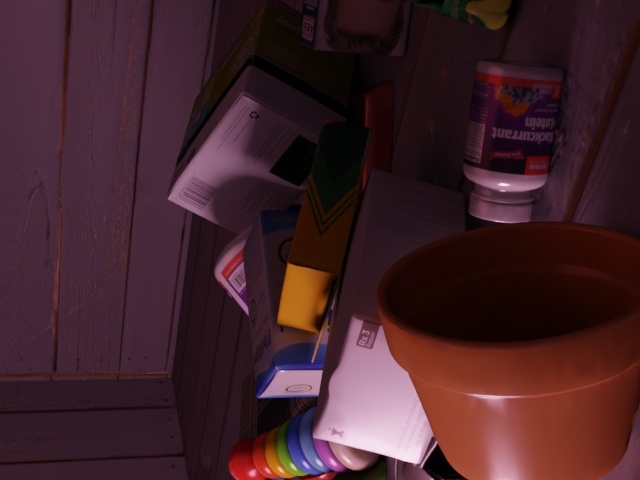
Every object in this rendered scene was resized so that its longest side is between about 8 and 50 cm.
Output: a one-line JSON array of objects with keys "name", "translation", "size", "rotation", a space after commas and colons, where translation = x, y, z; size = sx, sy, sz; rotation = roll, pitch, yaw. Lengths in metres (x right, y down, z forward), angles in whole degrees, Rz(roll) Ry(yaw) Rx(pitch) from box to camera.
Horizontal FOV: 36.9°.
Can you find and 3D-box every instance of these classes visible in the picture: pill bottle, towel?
[{"name": "pill bottle", "translation": [-0.040, 0.119, 1.793], "size": [0.323, 0.181, 0.181], "rotation": [50, 150, 12]}, {"name": "towel", "translation": [-0.075, 0.312, 2.025], "size": [0.312, 0.056, 0.324], "rotation": [-53, 21, 26]}, {"name": "pill bottle", "translation": [0.236, -0.124, 1.197], "size": [0.108, 0.108, 0.193], "rotation": [-136, 49, -67]}]

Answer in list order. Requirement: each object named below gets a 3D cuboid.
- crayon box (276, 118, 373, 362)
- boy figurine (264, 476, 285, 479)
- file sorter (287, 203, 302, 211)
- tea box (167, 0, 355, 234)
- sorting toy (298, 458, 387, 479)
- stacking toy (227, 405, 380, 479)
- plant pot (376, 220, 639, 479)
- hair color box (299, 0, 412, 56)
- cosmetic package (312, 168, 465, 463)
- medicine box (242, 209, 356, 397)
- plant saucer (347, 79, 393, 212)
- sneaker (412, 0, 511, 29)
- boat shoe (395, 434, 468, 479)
[{"name": "crayon box", "translation": [0.000, 0.000, 1.465], "size": [0.202, 0.081, 0.319], "rotation": [104, 179, -58]}, {"name": "boy figurine", "translation": [-0.111, 0.482, 2.327], "size": [0.177, 0.092, 0.285], "rotation": [-140, 50, -72]}, {"name": "file sorter", "translation": [-0.026, -0.109, 2.045], "size": [0.170, 0.118, 0.104], "rotation": [-159, 75, -72]}, {"name": "tea box", "translation": [-0.113, -0.238, 1.900], "size": [0.329, 0.220, 0.323], "rotation": [-46, 25, 40]}, {"name": "sorting toy", "translation": [0.077, 0.477, 1.749], "size": [0.126, 0.127, 0.365], "rotation": [63, 162, -8]}, {"name": "stacking toy", "translation": [-0.050, 0.390, 1.795], "size": [0.330, 0.141, 0.141], "rotation": [-25, 60, 34]}, {"name": "plant pot", "translation": [0.215, 0.127, 1.009], "size": [0.291, 0.290, 0.203], "rotation": [-133, 30, -66]}, {"name": "hair color box", "translation": [0.074, -0.499, 1.641], "size": [0.105, 0.174, 0.347], "rotation": [-131, 45, -64]}, {"name": "cosmetic package", "translation": [0.102, 0.090, 1.335], "size": [0.385, 0.156, 0.217], "rotation": [-81, 5, -55]}, {"name": "medicine box", "translation": [0.020, 0.108, 1.622], "size": [0.149, 0.263, 0.289], "rotation": [118, 148, -57]}, {"name": "plant saucer", "translation": [0.071, -0.167, 1.849], "size": [0.259, 0.047, 0.258], "rotation": [-172, 84, -74]}, {"name": "sneaker", "translation": [0.179, -0.397, 1.376], "size": [0.295, 0.123, 0.109], "rotation": [-112, 28, -54]}, {"name": "boat shoe", "translation": [0.184, 0.283, 1.337], "size": [0.095, 0.112, 0.335], "rotation": [-106, 27, -55]}]
